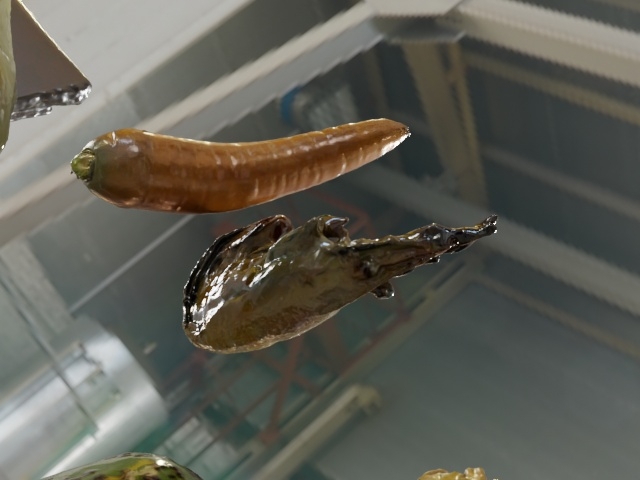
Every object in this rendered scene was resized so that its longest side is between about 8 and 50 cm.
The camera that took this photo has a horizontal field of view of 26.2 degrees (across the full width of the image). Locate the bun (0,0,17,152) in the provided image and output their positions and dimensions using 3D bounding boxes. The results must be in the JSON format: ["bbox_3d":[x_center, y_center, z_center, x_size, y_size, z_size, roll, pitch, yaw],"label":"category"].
[{"bbox_3d":[-0.296,-0.130,0.829,0.146,0.287,0.287,-1,-53,49],"label":"bun"}]

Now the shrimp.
[{"bbox_3d":[0.000,0.003,1.001,0.066,0.262,0.117,38,35,-50],"label":"shrimp"}]

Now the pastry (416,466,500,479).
[{"bbox_3d":[0.072,0.216,0.909,0.250,0.154,0.102,-5,86,-71],"label":"pastry"}]

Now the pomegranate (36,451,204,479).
[{"bbox_3d":[-0.126,0.258,0.901,0.254,0.254,0.270,48,-41,6],"label":"pomegranate"}]

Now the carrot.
[{"bbox_3d":[-0.057,-0.055,1.038,0.062,0.271,0.066,142,-58,-60],"label":"carrot"}]

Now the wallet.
[{"bbox_3d":[-0.352,-0.194,1.359,0.229,0.182,0.049,47,-44,28],"label":"wallet"}]
